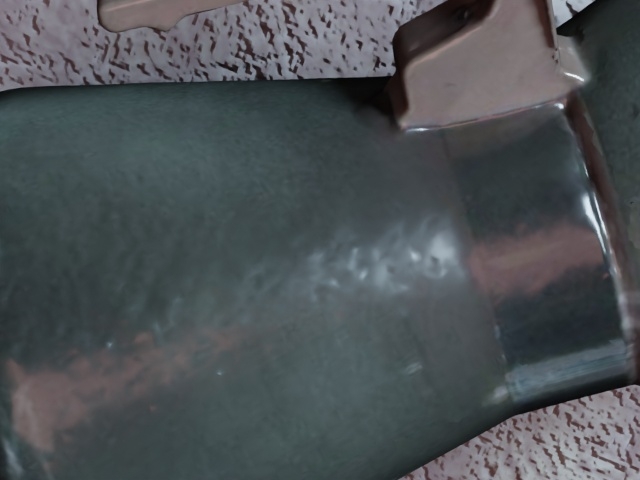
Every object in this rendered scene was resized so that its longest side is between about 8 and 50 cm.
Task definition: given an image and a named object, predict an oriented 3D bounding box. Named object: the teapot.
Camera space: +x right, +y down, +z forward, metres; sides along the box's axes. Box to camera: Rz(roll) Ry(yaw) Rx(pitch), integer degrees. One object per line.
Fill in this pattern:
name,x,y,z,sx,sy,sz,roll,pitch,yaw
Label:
teapot,0.000,0.000,0.634,0.344,0.253,0.300,-16,130,3
